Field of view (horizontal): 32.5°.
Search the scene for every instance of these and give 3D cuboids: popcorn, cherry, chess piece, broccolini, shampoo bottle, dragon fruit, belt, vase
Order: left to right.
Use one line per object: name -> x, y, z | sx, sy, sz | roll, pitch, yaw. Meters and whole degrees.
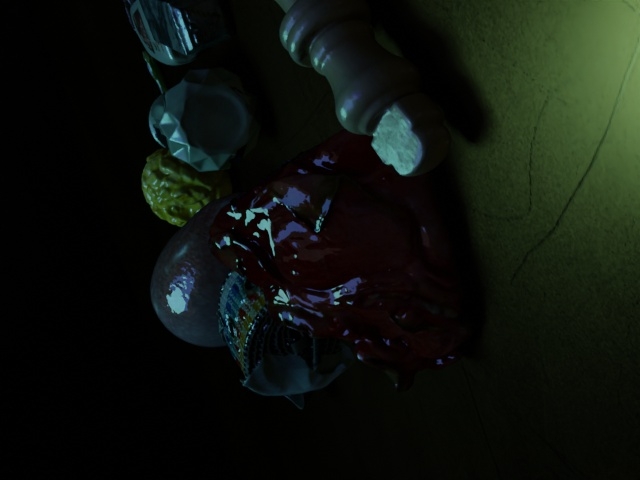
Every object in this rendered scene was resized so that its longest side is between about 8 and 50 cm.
shampoo bottle -> -0.289, -0.386, 1.921 | 0.284, 0.071, 0.153 | 24, 135, 64
broccolini -> -0.308, -0.260, 2.207 | 0.071, 0.057, 0.254 | -19, 104, 31
popcorn -> -0.250, -0.109, 2.059 | 0.180, 0.180, 0.170 | 62, 162, 8
vase -> -0.204, -0.201, 1.822 | 0.165, 0.165, 0.360 | 68, 168, -12
cherry -> -0.154, 0.047, 1.851 | 0.221, 0.261, 0.307 | 39, 130, 15
belt -> -0.051, 0.126, 1.721 | 0.150, 0.207, 0.257 | 51, 152, 44
chess piece -> 0.007, -0.229, 1.176 | 0.397, 0.117, 0.117 | 56, 162, 21
dragon fruit -> 0.033, 0.041, 1.297 | 0.329, 0.228, 0.286 | 66, 162, 0

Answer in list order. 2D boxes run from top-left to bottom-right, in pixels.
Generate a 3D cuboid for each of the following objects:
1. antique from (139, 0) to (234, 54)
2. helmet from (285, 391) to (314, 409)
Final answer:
antique -> -0.208, -0.351, 1.698 | 0.183, 0.086, 0.088 | 36, 149, 58
helmet -> -0.064, 0.224, 2.094 | 0.177, 0.107, 0.153 | 42, 157, 7
